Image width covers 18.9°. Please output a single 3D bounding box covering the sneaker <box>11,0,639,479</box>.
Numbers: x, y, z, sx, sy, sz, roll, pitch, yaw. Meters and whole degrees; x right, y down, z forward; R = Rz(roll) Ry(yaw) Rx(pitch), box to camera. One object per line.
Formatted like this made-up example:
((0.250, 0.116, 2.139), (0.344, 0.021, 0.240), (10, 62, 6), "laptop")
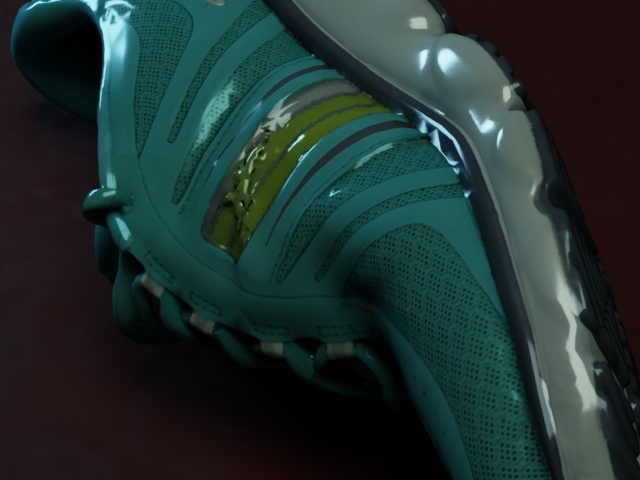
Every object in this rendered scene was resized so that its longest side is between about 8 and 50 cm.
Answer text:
((0.000, 0.000, 0.482), (0.110, 0.107, 0.275), (-28, 43, -6), "sneaker")
